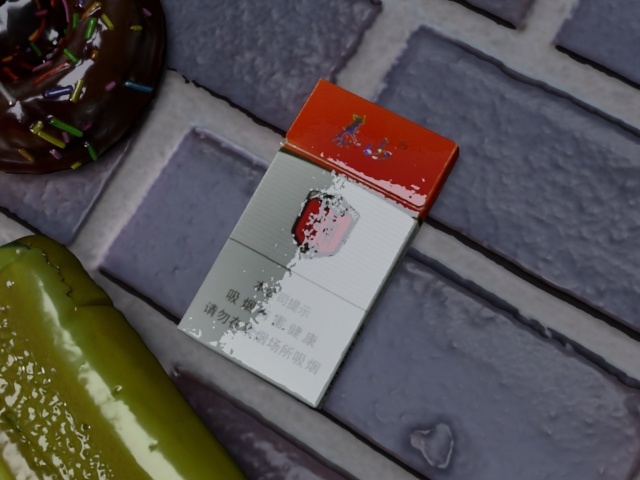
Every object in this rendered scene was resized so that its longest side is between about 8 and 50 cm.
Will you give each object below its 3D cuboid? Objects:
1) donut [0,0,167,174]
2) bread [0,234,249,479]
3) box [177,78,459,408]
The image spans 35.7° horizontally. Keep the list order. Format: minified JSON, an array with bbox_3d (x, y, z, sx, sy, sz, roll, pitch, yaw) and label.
[{"bbox_3d":[-0.255,-0.169,0.870,0.230,0.096,0.216,13,79,11],"label":"donut"},{"bbox_3d":[-0.167,0.169,0.770,0.166,0.112,0.383,-41,75,1],"label":"bread"},{"bbox_3d":[0.000,0.000,0.822,0.139,0.035,0.245,29,84,14],"label":"box"}]
